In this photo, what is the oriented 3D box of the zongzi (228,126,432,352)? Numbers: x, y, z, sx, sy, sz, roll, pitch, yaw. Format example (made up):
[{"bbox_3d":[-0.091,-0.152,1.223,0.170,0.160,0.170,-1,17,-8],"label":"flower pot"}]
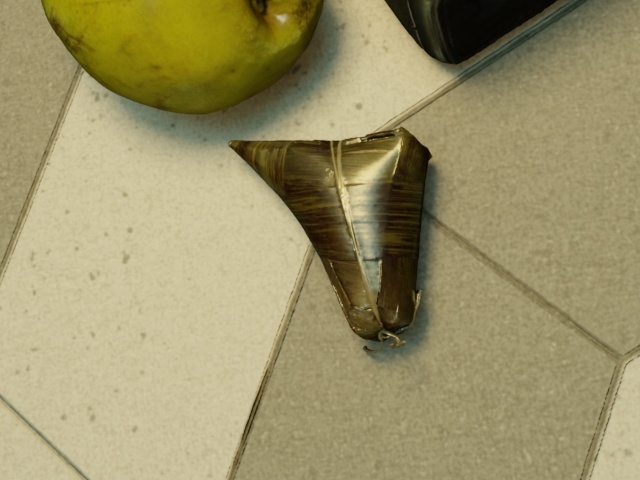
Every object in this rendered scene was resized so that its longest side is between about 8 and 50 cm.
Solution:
[{"bbox_3d":[0.000,0.000,1.212,0.241,0.111,0.248,1,82,20],"label":"zongzi"}]

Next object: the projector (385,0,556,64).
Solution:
[{"bbox_3d":[0.181,-0.473,1.193,0.395,0.242,0.405,-33,73,6],"label":"projector"}]

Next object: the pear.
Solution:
[{"bbox_3d":[-0.181,-0.295,1.233,0.375,0.287,0.287,18,83,30],"label":"pear"}]
